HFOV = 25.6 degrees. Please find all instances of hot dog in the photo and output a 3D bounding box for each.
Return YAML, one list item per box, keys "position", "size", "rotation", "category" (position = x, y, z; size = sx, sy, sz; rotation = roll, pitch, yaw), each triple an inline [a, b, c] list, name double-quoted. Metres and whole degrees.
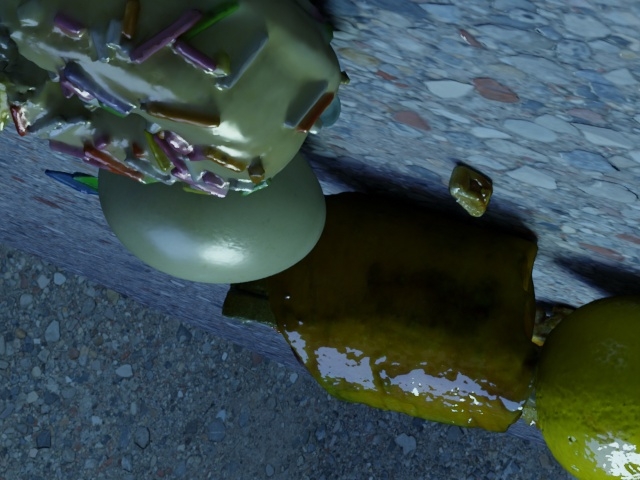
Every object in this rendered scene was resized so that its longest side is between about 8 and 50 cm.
- position: [0.157, -0.048, 1.421]
  size: [0.034, 0.030, 0.090]
  rotation: [9, 167, 25]
  category: "hot dog"

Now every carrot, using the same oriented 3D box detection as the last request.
- position: [0.106, 0.082, 1.620]
  size: [0.341, 0.241, 0.241]
  rotation: [14, 169, 19]
  category: "carrot"

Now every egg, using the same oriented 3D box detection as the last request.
- position: [-0.110, -0.048, 1.476]
  size: [0.254, 0.188, 0.188]
  rotation: [19, 172, -31]
  category: "egg"

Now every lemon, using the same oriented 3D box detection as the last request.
- position: [0.388, 0.178, 1.648]
  size: [0.219, 0.240, 0.240]
  rotation: [-9, 154, 39]
  category: "lemon"

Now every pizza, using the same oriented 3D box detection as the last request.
- position: [0.349, 0.126, 1.960]
  size: [0.175, 0.046, 0.134]
  rotation: [13, 164, 9]
  category: "pizza"

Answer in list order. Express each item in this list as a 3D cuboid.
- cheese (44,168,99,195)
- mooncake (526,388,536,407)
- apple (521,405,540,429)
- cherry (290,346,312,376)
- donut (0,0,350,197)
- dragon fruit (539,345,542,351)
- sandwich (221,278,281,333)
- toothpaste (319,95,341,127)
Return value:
- position: [-0.234, -0.066, 1.928]
  size: [0.320, 0.083, 0.204]
  rotation: [11, 169, 32]
  category: "cheese"
- position: [0.335, 0.194, 2.130]
  size: [0.130, 0.125, 0.073]
  rotation: [28, 172, -25]
  category: "mooncake"
- position: [0.335, 0.223, 2.256]
  size: [0.158, 0.147, 0.156]
  rotation: [-3, 124, 46]
  category: "apple"
- position: [0.045, 0.156, 2.354]
  size: [0.195, 0.195, 0.195]
  rotation: [19, 170, 3]
  category: "cherry"
- position: [-0.144, -0.142, 1.131]
  size: [0.307, 0.150, 0.371]
  rotation: [23, 169, -22]
  category: "donut"
- position: [0.420, 0.220, 1.915]
  size: [0.262, 0.163, 0.189]
  rotation: [-1, 176, 11]
  category: "dragon fruit"
- position: [-0.085, 0.122, 2.604]
  size: [0.185, 0.109, 0.160]
  rotation: [18, 168, 11]
  category: "sandwich"
- position: [-0.065, -0.139, 1.347]
  size: [0.205, 0.036, 0.056]
  rotation: [16, 170, 42]
  category: "toothpaste"
